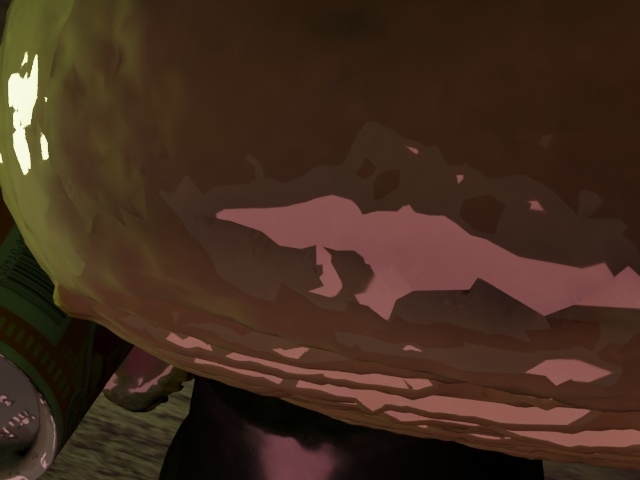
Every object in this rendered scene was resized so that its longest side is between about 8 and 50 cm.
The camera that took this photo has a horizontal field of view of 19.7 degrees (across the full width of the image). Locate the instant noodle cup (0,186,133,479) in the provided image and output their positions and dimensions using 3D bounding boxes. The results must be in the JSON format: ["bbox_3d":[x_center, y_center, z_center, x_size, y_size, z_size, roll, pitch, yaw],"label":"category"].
[{"bbox_3d":[-0.159,0.029,0.969,0.168,0.185,0.168,9,131,11],"label":"instant noodle cup"}]

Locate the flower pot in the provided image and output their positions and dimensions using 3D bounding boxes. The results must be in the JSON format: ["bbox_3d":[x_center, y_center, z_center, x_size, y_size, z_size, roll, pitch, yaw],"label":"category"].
[{"bbox_3d":[0.012,0.100,1.053,0.235,0.235,0.148,17,140,21],"label":"flower pot"}]

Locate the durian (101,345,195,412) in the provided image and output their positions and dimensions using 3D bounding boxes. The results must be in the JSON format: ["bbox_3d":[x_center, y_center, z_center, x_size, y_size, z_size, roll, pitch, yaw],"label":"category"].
[{"bbox_3d":[-0.151,0.001,1.125,0.221,0.095,0.137,38,120,-22],"label":"durian"}]

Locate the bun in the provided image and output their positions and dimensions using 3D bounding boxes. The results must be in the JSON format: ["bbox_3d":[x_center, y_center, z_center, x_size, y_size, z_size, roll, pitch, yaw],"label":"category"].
[{"bbox_3d":[0.090,-0.043,0.510,0.361,0.213,0.361,9,171,1],"label":"bun"}]
